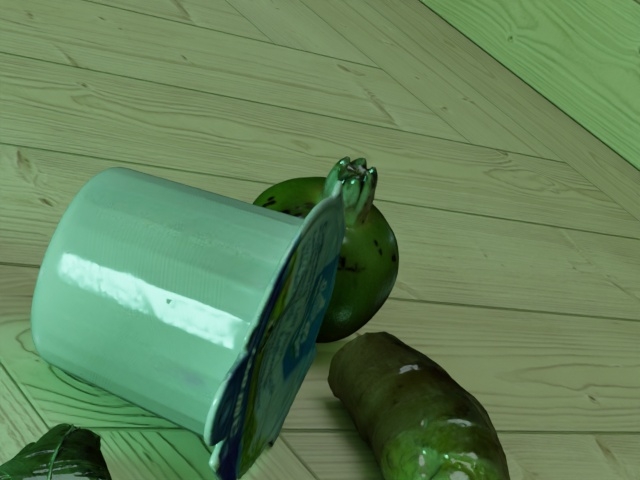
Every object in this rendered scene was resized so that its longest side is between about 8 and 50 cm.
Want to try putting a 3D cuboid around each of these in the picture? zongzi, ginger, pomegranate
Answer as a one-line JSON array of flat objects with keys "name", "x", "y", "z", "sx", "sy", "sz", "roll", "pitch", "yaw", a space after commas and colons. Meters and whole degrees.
[{"name": "zongzi", "x": -0.224, "y": 0.163, "z": 1.248, "sx": 0.130, "sy": 0.062, "sz": 0.154, "roll": 7, "pitch": 20, "yaw": -19}, {"name": "ginger", "x": 0.096, "y": 0.177, "z": 1.549, "sx": 0.263, "sy": 0.116, "sz": 0.109, "roll": 49, "pitch": -12, "yaw": 55}, {"name": "pomegranate", "x": 0.000, "y": 0.000, "z": 1.703, "sx": 0.180, "sy": 0.210, "sz": 0.180, "roll": 14, "pitch": 35, "yaw": -10}]

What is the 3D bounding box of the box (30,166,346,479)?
[{"name": "box", "x": -0.125, "y": 0.065, "z": 1.400, "sx": 0.206, "sy": 0.262, "sz": 0.291, "roll": 19, "pitch": 27, "yaw": 13}]
